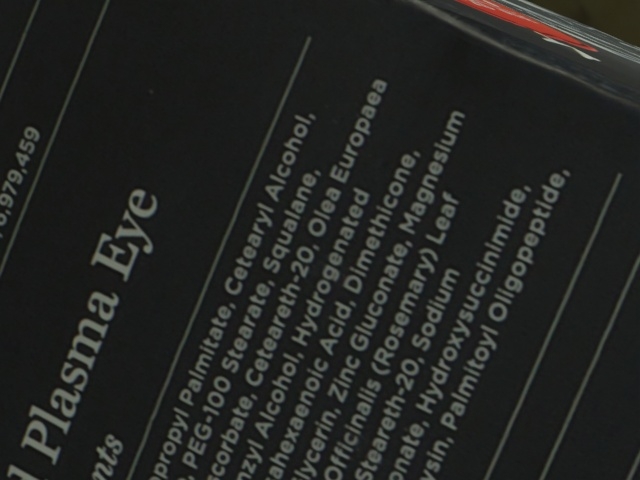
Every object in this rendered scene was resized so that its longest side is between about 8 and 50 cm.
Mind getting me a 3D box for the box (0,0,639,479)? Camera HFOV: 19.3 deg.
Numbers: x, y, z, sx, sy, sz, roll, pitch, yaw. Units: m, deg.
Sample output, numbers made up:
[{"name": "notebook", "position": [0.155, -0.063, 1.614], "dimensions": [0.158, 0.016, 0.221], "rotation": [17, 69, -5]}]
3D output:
[{"name": "box", "position": [0.000, 0.000, 0.568], "dimensions": [0.312, 0.179, 0.343], "rotation": [25, 10, 19]}]
